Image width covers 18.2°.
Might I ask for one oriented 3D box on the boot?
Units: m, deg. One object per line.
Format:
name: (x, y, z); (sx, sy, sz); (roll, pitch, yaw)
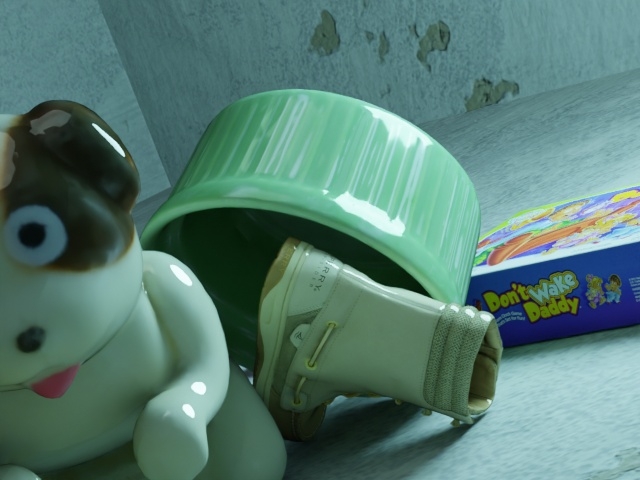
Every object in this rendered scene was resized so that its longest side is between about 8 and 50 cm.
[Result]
boot: (0.050, 0.116, 1.724); (0.203, 0.262, 0.095); (18, 52, 11)

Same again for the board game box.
board game box: (0.284, 0.013, 1.908); (0.347, 0.078, 0.233); (-14, 11, 40)

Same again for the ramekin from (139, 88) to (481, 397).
ramekin: (0.000, 0.000, 1.812); (0.303, 0.303, 0.148); (-13, 45, 42)

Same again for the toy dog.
toy dog: (-0.207, 0.049, 1.555); (0.284, 0.395, 0.408); (-13, -23, 1)
